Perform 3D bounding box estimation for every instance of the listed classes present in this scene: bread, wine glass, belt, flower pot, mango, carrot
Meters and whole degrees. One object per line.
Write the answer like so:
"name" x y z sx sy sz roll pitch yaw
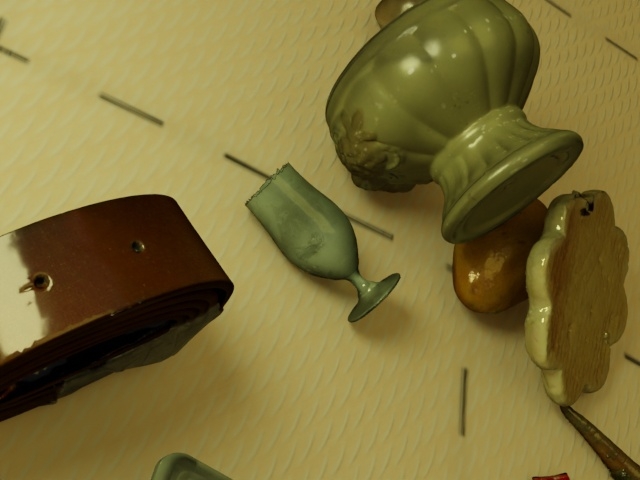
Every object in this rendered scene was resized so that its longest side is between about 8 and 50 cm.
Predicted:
"bread" 0.357 0.074 1.502 0.316 0.054 0.316 -10 102 -54
"wine glass" 0.000 0.000 1.330 0.202 0.093 0.093 47 46 -9
"belt" -0.239 0.070 1.021 0.339 0.217 0.122 -22 73 -39
"flower pot" 0.178 -0.147 1.396 0.307 0.307 0.244 -18 65 -43
"mango" 0.258 0.022 1.505 0.147 0.109 0.227 48 48 -11
"carrot" 0.423 0.314 1.506 0.254 0.049 0.049 44 46 -3

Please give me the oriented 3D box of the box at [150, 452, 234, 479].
"box" -0.097 0.324 1.027 0.227 0.130 0.162 34 40 -18

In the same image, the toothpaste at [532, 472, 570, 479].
"toothpaste" 0.330 0.392 1.390 0.071 0.045 0.193 5 56 -36

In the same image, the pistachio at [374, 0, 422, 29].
"pistachio" 0.176 -0.346 1.652 0.152 0.126 0.223 33 35 33
